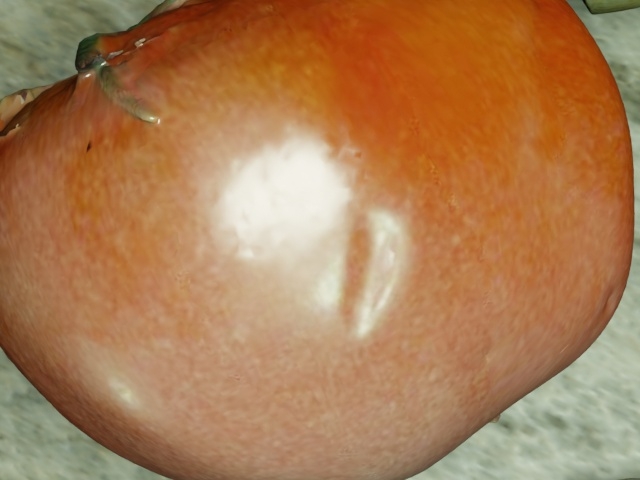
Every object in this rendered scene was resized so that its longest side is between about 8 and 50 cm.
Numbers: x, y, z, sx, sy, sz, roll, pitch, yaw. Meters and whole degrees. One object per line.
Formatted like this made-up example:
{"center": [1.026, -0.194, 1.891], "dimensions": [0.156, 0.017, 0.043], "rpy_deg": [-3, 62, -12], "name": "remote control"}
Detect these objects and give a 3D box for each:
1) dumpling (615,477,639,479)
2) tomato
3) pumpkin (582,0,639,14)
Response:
{"center": [0.178, 0.189, 0.716], "dimensions": [0.188, 0.127, 0.108], "rpy_deg": [-18, 90, 1], "name": "dumpling"}
{"center": [0.000, 0.000, 0.681], "dimensions": [0.341, 0.341, 0.273], "rpy_deg": [-29, 91, 3], "name": "tomato"}
{"center": [0.162, -0.275, 0.700], "dimensions": [0.199, 0.332, 0.332], "rpy_deg": [-30, 77, 4], "name": "pumpkin"}
